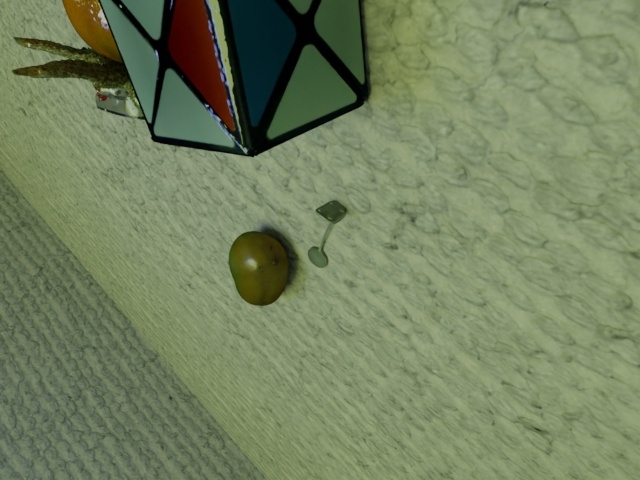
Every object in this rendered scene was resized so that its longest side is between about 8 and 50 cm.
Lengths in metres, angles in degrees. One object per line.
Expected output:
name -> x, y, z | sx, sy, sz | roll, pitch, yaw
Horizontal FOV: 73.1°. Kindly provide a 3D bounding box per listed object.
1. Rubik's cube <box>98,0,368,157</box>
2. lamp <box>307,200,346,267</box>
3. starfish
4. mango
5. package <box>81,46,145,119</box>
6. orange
Rubik's cube -> -0.107, -0.272, 0.578 | 0.248, 0.246, 0.250 | 19, 131, 39
lamp -> 0.000, 0.000, 0.844 | 0.050, 0.056, 0.198 | 39, 144, 15
starfish -> -0.360, -0.291, 0.805 | 0.347, 0.358, 0.078 | 41, 115, 11
mango -> -0.151, 0.079, 1.017 | 0.156, 0.114, 0.251 | 35, 139, 13
package -> -0.500, -0.396, 1.076 | 0.269, 0.071, 0.194 | 8, 127, 29
orange -> -0.298, -0.374, 0.722 | 0.240, 0.240, 0.171 | 25, 110, 34
